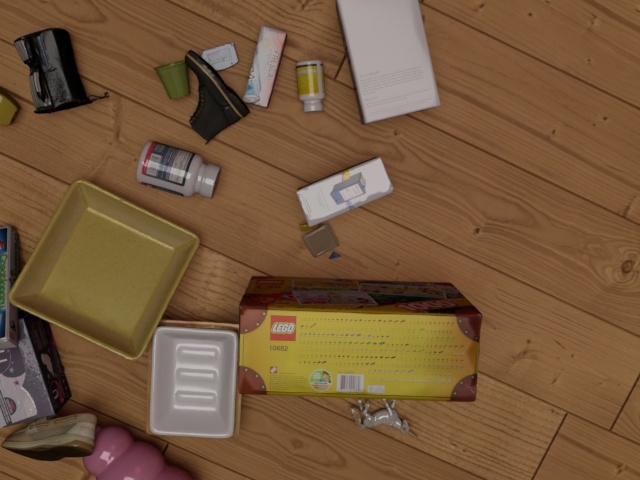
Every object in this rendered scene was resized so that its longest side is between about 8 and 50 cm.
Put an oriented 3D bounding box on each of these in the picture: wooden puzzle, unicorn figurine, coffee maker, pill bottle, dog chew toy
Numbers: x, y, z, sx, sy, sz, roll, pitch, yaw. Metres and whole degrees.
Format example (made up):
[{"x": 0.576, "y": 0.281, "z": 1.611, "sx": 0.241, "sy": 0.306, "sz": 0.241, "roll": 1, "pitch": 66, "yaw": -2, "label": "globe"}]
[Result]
[{"x": 0.000, "y": 0.000, "z": 1.904, "sx": 0.078, "sy": 0.014, "sz": 0.116, "roll": -20, "pitch": 116, "yaw": 6, "label": "wooden puzzle"}, {"x": 0.160, "y": 0.438, "z": 1.957, "sx": 0.162, "sy": 0.060, "sz": 0.111, "roll": -11, "pitch": 98, "yaw": 17, "label": "unicorn figurine"}, {"x": -0.604, "y": -0.398, "z": 1.819, "sx": 0.171, "sy": 0.120, "sz": 0.178, "roll": -17, "pitch": 99, "yaw": -22, "label": "coffee maker"}, {"x": -0.022, "y": -0.363, "z": 1.841, "sx": 0.065, "sy": 0.065, "sz": 0.116, "roll": -5, "pitch": 97, "yaw": 0, "label": "pill bottle"}, {"x": -0.332, "y": -0.161, "z": 1.844, "sx": 0.180, "sy": 0.108, "sz": 0.108, "roll": 17, "pitch": 97, "yaw": -3, "label": "pill bottle"}, {"x": -0.446, "y": 0.587, "z": 1.902, "sx": 0.206, "sy": 0.206, "sz": 0.332, "roll": -43, "pitch": 87, "yaw": 5, "label": "dog chew toy"}]

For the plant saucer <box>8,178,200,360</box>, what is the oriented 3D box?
[{"x": -0.503, "y": 0.071, "z": 1.850, "sx": 0.333, "sy": 0.081, "sz": 0.332, "roll": 26, "pitch": 77, "yaw": -4, "label": "plant saucer"}]

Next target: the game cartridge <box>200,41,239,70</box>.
[{"x": -0.239, "y": -0.433, "z": 1.856, "sx": 0.083, "sy": 0.017, "sz": 0.056, "roll": -15, "pitch": 94, "yaw": 2, "label": "game cartridge"}]

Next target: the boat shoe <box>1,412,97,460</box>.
[{"x": -0.654, "y": 0.472, "z": 1.898, "sx": 0.302, "sy": 0.098, "sz": 0.109, "roll": -14, "pitch": 143, "yaw": 33, "label": "boat shoe"}]

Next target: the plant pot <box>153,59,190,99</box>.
[{"x": -0.341, "y": -0.376, "z": 1.836, "sx": 0.083, "sy": 0.083, "sz": 0.079, "roll": -14, "pitch": 109, "yaw": 1, "label": "plant pot"}]

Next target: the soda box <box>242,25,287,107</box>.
[{"x": -0.130, "y": -0.407, "z": 1.839, "sx": 0.063, "sy": 0.058, "sz": 0.183, "roll": 15, "pitch": 96, "yaw": -3, "label": "soda box"}]

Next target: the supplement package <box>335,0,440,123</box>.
[{"x": 0.149, "y": -0.427, "z": 1.779, "sx": 0.177, "sy": 0.175, "sz": 0.293, "roll": -13, "pitch": 97, "yaw": 3, "label": "supplement package"}]

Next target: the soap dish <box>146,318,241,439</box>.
[{"x": -0.302, "y": 0.332, "z": 1.903, "sx": 0.229, "sy": 0.118, "sz": 0.290, "roll": 3, "pitch": 98, "yaw": -1, "label": "soap dish"}]

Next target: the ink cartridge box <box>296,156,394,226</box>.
[{"x": 0.056, "y": -0.118, "z": 1.829, "sx": 0.212, "sy": 0.154, "sz": 0.093, "roll": -21, "pitch": 96, "yaw": 3, "label": "ink cartridge box"}]

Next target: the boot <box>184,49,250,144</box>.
[{"x": -0.280, "y": -0.331, "z": 1.827, "sx": 0.137, "sy": 0.077, "sz": 0.198, "roll": -39, "pitch": 108, "yaw": 9, "label": "boot"}]

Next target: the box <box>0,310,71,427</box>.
[{"x": -0.731, "y": 0.305, "z": 1.884, "sx": 0.163, "sy": 0.142, "sz": 0.247, "roll": -15, "pitch": 97, "yaw": 1, "label": "box"}]

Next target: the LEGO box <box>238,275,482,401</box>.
[{"x": 0.077, "y": 0.210, "z": 1.763, "sx": 0.500, "sy": 0.372, "sz": 0.193, "roll": 2, "pitch": 97, "yaw": -1, "label": "LEGO box"}]

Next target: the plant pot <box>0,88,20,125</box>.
[{"x": -0.758, "y": -0.311, "z": 1.837, "sx": 0.083, "sy": 0.081, "sz": 0.081, "roll": 29, "pitch": 96, "yaw": -14, "label": "plant pot"}]

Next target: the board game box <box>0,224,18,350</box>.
[{"x": -0.807, "y": 0.122, "z": 1.821, "sx": 0.193, "sy": 0.053, "sz": 0.305, "roll": -12, "pitch": 61, "yaw": 1, "label": "board game box"}]
